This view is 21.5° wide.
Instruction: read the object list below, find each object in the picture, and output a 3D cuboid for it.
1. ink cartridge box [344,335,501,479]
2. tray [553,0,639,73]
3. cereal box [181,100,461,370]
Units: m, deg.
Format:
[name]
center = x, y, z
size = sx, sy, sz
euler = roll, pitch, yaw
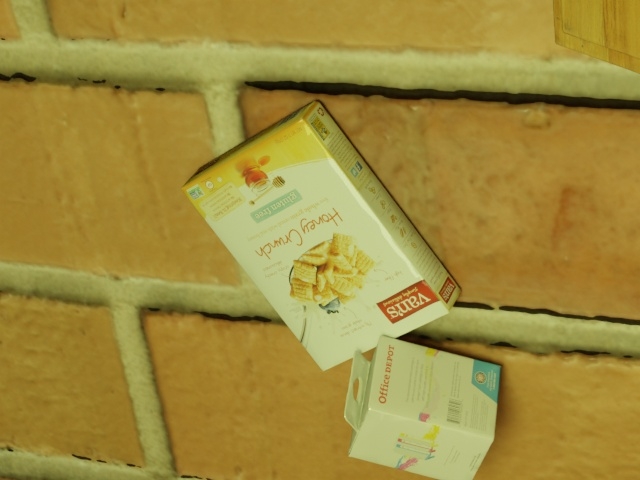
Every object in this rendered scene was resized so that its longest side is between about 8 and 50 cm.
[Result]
[ink cartridge box]
center = 0.093, 0.164, 1.643
size = 0.143, 0.092, 0.090
euler = 15, 138, -3
[tray]
center = 0.253, -0.316, 1.236
size = 0.203, 0.076, 0.410
euler = 29, 135, 46
[cereal box]
center = 0.000, 0.000, 1.637
size = 0.173, 0.047, 0.240
euler = -28, 106, 36
